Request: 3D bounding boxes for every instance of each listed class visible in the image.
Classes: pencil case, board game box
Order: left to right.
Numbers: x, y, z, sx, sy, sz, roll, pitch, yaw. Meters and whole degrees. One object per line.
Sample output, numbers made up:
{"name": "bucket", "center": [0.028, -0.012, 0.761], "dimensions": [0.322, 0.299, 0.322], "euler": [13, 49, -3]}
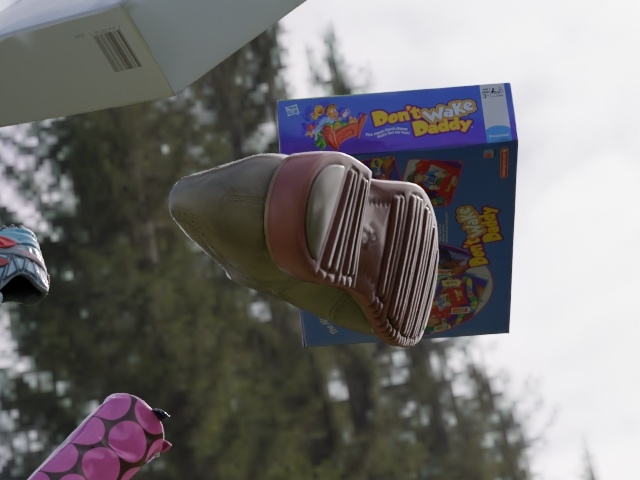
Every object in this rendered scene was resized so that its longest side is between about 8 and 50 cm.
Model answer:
{"name": "pencil case", "center": [-0.273, 0.275, 2.204], "dimensions": [0.209, 0.098, 0.095], "euler": [-45, 9, -39]}
{"name": "board game box", "center": [0.084, -0.018, 1.926], "dimensions": [0.233, 0.078, 0.347], "euler": [-4, -35, 1]}

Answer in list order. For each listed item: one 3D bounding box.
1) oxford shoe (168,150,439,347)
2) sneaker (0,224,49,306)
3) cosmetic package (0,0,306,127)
{"name": "oxford shoe", "center": [0.000, 0.000, 1.435], "dimensions": [0.130, 0.123, 0.348], "euler": [6, -15, 23]}
{"name": "sneaker", "center": [-0.477, 0.056, 2.462], "dimensions": [0.262, 0.125, 0.104], "euler": [-12, -28, -35]}
{"name": "cosmetic package", "center": [-0.145, -0.220, 1.652], "dimensions": [0.284, 0.097, 0.377], "euler": [-41, 21, -28]}
